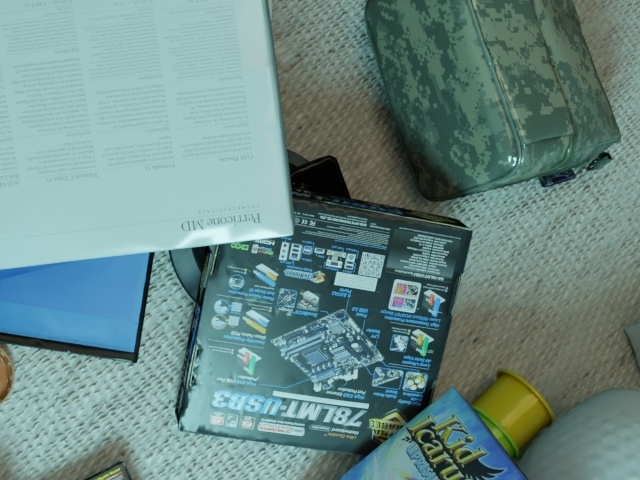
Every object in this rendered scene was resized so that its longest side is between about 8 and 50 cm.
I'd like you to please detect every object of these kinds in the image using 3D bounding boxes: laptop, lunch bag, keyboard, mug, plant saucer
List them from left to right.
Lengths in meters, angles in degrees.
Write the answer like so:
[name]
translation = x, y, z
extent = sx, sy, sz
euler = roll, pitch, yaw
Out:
[plant saucer]
translation = -0.390, 0.155, 1.311
extent = 0.083, 0.013, 0.083
euler = 3, 79, -14
[laptop]
translation = -0.293, -0.018, 1.301
extent = 0.234, 0.264, 0.136
euler = 10, 36, -13
[keyboard]
translation = 0.000, 0.000, 1.384
extent = 0.100, 0.038, 0.192
euler = -22, 104, -14
[lunch bag]
translation = 0.231, -0.211, 1.438
extent = 0.256, 0.212, 0.305
euler = -17, 87, -34
[mug]
translation = 0.369, 0.372, 1.314
extent = 0.374, 0.276, 0.328
euler = 27, 70, 15

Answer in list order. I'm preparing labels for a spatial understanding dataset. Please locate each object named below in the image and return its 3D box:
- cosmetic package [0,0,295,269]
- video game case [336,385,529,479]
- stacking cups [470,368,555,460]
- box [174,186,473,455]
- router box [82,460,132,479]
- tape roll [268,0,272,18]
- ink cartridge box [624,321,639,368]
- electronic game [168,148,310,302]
[cosmetic package]
translation = -0.228, -0.127, 1.204
extent = 0.377, 0.097, 0.284
euler = -6, 97, 2
[video game case]
translation = 0.122, 0.324, 1.245
extent = 0.244, 0.269, 0.061
euler = -38, 130, 1
[stacking cups]
translation = 0.138, 0.288, 1.387
extent = 0.316, 0.096, 0.096
euler = -39, 91, -16
[box]
translation = 0.001, 0.095, 1.343
extent = 0.295, 0.073, 0.293
euler = 9, 102, -11
[router box]
translation = -0.258, 0.317, 1.303
extent = 0.122, 0.038, 0.092
euler = -25, 88, -18
[tape roll]
translation = -0.191, -0.257, 1.357
extent = 0.246, 0.169, 0.246
euler = 3, 79, -14
[ink cartridge box]
translation = 0.549, 0.141, 1.475
extent = 0.232, 0.171, 0.168
euler = -20, 85, -16
[electronic game]
translation = -0.074, -0.006, 1.404
extent = 0.229, 0.048, 0.229
euler = 3, 82, -22
